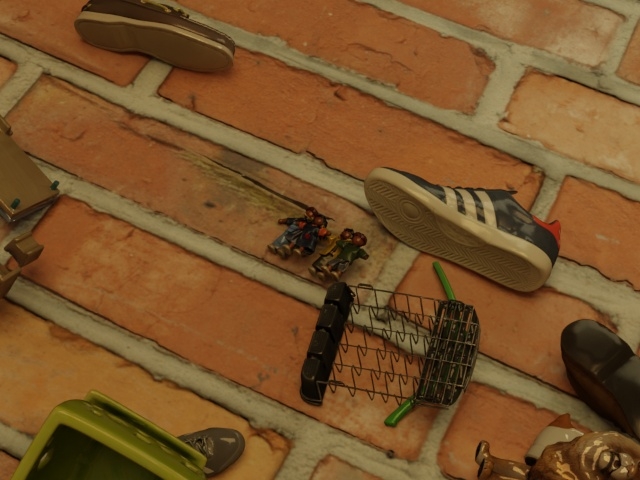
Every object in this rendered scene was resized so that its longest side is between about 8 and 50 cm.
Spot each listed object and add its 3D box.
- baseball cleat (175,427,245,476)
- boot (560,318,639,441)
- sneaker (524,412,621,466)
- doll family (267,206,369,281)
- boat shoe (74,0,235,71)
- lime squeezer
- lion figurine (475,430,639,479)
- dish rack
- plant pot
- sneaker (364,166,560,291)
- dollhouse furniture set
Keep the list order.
[{"bbox_3d":[-0.213,0.322,1.627,0.205,0.109,0.072,-16,72,-6],"label":"baseball cleat"},{"bbox_3d":[0.483,0.254,1.665,0.112,0.115,0.305,-29,53,-16],"label":"boot"},{"bbox_3d":[0.456,0.353,1.621,0.290,0.106,0.123,32,64,19],"label":"sneaker"},{"bbox_3d":[0.000,0.000,1.861,0.193,0.076,0.111,30,66,21],"label":"doll family"},{"bbox_3d":[-0.306,-0.405,2.093,0.324,0.117,0.097,14,61,14],"label":"boat shoe"},{"bbox_3d":[0.200,0.171,1.777,0.109,0.059,0.310,-4,52,34],"label":"lime squeezer"},{"bbox_3d":[0.299,0.430,1.522,0.240,0.142,0.392,23,94,1],"label":"lion figurine"},{"bbox_3d":[0.112,0.170,1.726,0.271,0.074,0.208,8,58,17],"label":"dish rack"},{"bbox_3d":[-0.287,0.344,1.471,0.227,0.207,0.228,31,95,-2],"label":"plant pot"},{"bbox_3d":[0.247,-0.048,1.875,0.350,0.131,0.148,29,54,10],"label":"sneaker"},{"bbox_3d":[-0.582,-0.032,1.876,0.286,0.198,0.303,46,33,1],"label":"dollhouse furniture set"}]
